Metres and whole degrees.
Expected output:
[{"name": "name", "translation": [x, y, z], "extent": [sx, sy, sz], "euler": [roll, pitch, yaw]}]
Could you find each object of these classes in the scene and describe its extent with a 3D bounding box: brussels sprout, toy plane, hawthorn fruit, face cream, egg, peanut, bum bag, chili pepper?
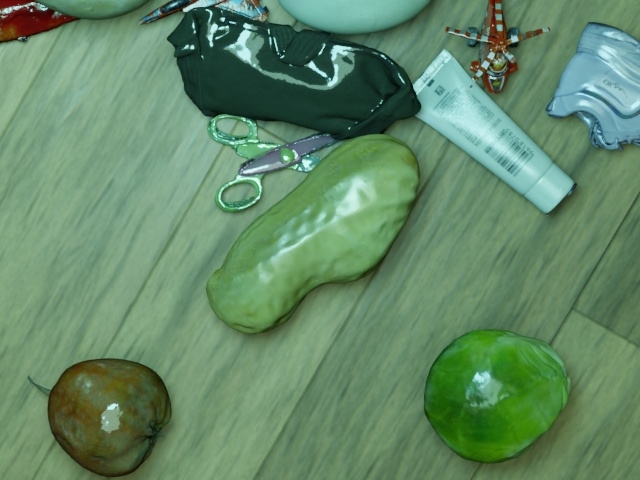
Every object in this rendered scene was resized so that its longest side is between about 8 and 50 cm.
[{"name": "brussels sprout", "translation": [0.220, 0.189, 1.655], "extent": [0.181, 0.144, 0.161], "euler": [-37, 74, -22]}, {"name": "toy plane", "translation": [0.210, -0.284, 1.656], "extent": [0.126, 0.077, 0.194], "euler": [-20, 87, -5]}, {"name": "hawthorn fruit", "translation": [-0.280, 0.219, 1.634], "extent": [0.189, 0.149, 0.149], "euler": [2, 94, -4]}, {"name": "face cream", "translation": [0.218, -0.130, 1.677], "extent": [0.244, 0.058, 0.092], "euler": [42, 97, 1]}, {"name": "egg", "translation": [0.046, -0.327, 1.605], "extent": [0.209, 0.151, 0.151], "euler": [-12, 95, 2]}, {"name": "peanut", "translation": [0.000, 0.000, 1.634], "extent": [0.319, 0.147, 0.147], "euler": [-42, 95, 3]}, {"name": "bum bag", "translation": [-0.033, -0.200, 1.635], "extent": [0.326, 0.079, 0.142], "euler": [14, 127, -5]}, {"name": "toy plane", "translation": [-0.140, -0.312, 1.643], "extent": [0.189, 0.061, 0.130], "euler": [-25, 96, 4]}, {"name": "chili pepper", "translation": [-0.352, -0.286, 1.640], "extent": [0.268, 0.050, 0.059], "euler": [-10, 79, -3]}]

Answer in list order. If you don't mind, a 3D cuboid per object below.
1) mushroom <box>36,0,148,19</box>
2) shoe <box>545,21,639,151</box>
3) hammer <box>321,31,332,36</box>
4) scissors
[{"name": "mushroom", "translation": [-0.269, -0.376, 1.547], "extent": [0.207, 0.215, 0.207], "euler": [11, 50, -13]}, {"name": "shoe", "translation": [0.407, -0.160, 1.666], "extent": [0.245, 0.095, 0.137], "euler": [35, 95, -1]}, {"name": "hammer", "translation": [-0.082, -0.234, 1.673], "extent": [0.199, 0.013, 0.062], "euler": [-3, 95, -2]}, {"name": "scissors", "translation": [-0.048, -0.108, 1.680], "extent": [0.187, 0.020, 0.133], "euler": [-5, 87, -4]}]
